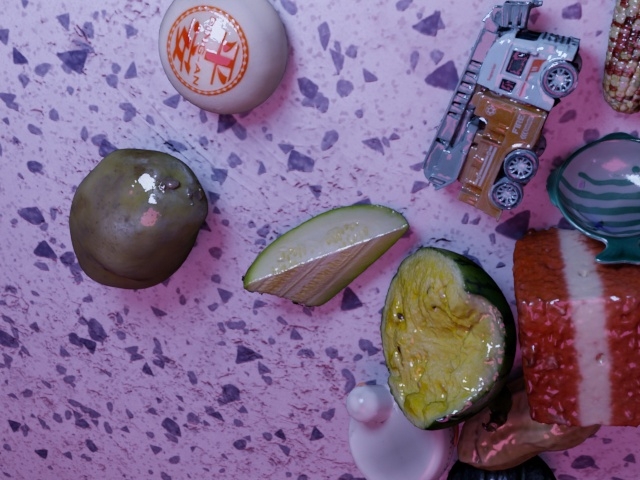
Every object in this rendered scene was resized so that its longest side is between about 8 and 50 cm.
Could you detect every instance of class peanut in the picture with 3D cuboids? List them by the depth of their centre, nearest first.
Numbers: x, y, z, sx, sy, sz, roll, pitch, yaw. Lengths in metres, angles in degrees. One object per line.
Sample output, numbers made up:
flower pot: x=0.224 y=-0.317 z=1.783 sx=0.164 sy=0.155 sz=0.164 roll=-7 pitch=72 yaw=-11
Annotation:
peanut: x=0.432 y=0.356 z=1.261 sx=0.340 sy=0.174 sz=0.158 roll=-33 pitch=129 yaw=30

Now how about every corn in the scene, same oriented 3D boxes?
corn: x=0.484 y=-0.319 z=0.944 sx=0.086 sy=0.086 sz=0.253 roll=7 pitch=121 yaw=12

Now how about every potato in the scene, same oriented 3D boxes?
potato: x=-0.363 y=-0.045 z=1.234 sx=0.243 sy=0.221 sz=0.326 roll=38 pitch=133 yaw=4

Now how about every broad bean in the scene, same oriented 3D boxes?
broad bean: x=0.278 y=0.290 z=1.271 sx=0.292 sy=0.144 sz=0.049 roll=23 pitch=125 yaw=49

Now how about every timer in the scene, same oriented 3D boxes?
timer: x=0.159 y=0.415 z=1.324 sx=0.233 sy=0.240 sz=0.233 roll=-9 pitch=74 yaw=34

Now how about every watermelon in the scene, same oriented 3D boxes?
watermelon: x=0.251 y=0.185 z=1.168 sx=0.189 sy=0.330 sz=0.330 roll=12 pitch=122 yaw=-17

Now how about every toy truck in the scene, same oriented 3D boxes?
toy truck: x=0.298 y=-0.218 z=1.020 sx=0.184 sy=0.133 sz=0.338 roll=23 pitch=123 yaw=13

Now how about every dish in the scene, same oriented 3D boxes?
dish: x=0.493 y=-0.058 z=1.030 sx=0.224 sy=0.246 sz=0.078 roll=0 pitch=153 yaw=21

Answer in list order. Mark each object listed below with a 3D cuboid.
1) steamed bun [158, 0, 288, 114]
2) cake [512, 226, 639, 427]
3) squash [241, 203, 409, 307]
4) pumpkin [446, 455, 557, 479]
steamed bun: x=-0.177 y=-0.328 z=1.079 sx=0.232 sy=0.145 sz=0.231 roll=6 pitch=119 yaw=12
cake: x=0.503 y=0.137 z=1.066 sx=0.320 sy=0.270 sz=0.269 roll=-6 pitch=115 yaw=18
squash: x=0.000 y=0.000 z=1.218 sx=0.203 sy=0.111 sz=0.288 roll=19 pitch=130 yaw=-32
pumpkin: x=0.393 y=0.583 z=1.346 sx=0.248 sy=0.248 sz=0.248 roll=6 pitch=118 yaw=12
